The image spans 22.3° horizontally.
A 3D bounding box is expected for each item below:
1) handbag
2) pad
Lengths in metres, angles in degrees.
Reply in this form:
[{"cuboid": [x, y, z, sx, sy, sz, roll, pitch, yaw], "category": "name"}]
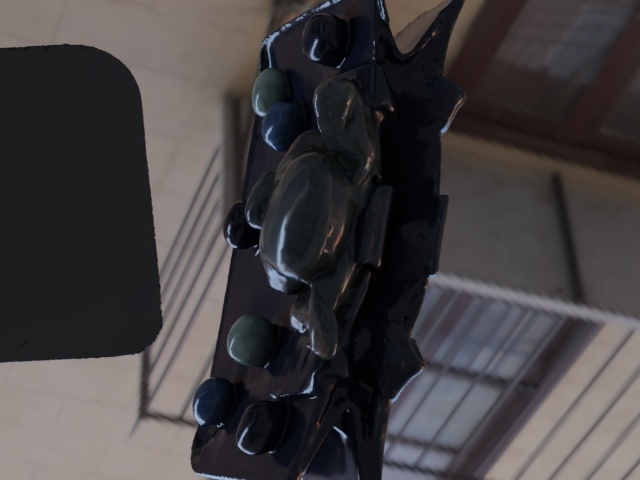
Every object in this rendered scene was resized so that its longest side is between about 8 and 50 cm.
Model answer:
[{"cuboid": [0.000, 0.000, 1.046, 0.118, 0.269, 0.326, 12, -101, -16], "category": "handbag"}, {"cuboid": [-0.220, -0.013, 0.852, 0.267, 0.181, 0.004, -2, -157, 3], "category": "pad"}]
